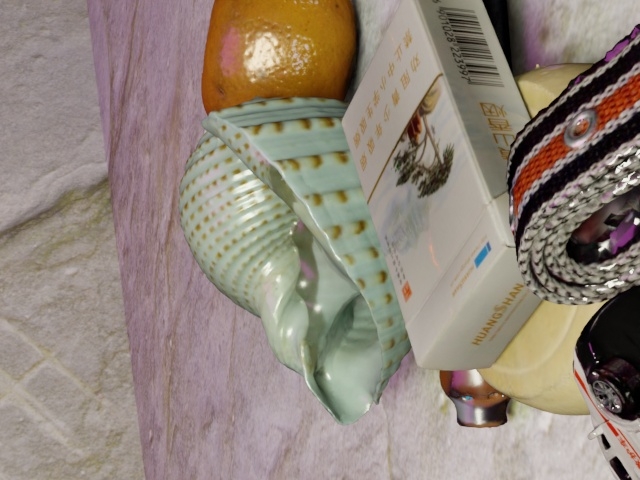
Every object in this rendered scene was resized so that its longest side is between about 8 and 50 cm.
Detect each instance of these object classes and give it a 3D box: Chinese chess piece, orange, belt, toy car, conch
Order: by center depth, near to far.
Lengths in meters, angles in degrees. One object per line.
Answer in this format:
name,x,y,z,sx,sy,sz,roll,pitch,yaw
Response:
belt,0.214,-0.102,0.594,0.359,0.126,0.094,-50,35,37
toy car,0.215,0.125,0.658,0.210,0.089,0.108,53,161,11
Chinese chess piece,0.175,-0.001,0.847,0.251,0.097,0.251,179,90,-69
conch,0.010,-0.012,1.141,0.319,0.215,0.303,52,157,7
orange,-0.045,-0.208,1.334,0.224,0.170,0.224,-168,90,-87

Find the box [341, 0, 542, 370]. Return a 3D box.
box,0.091,-0.045,0.839,0.149,0.067,0.233,115,147,-50

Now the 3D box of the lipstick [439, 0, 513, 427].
lipstick,0.129,-0.053,1.003,0.077,0.077,0.418,175,94,-70
